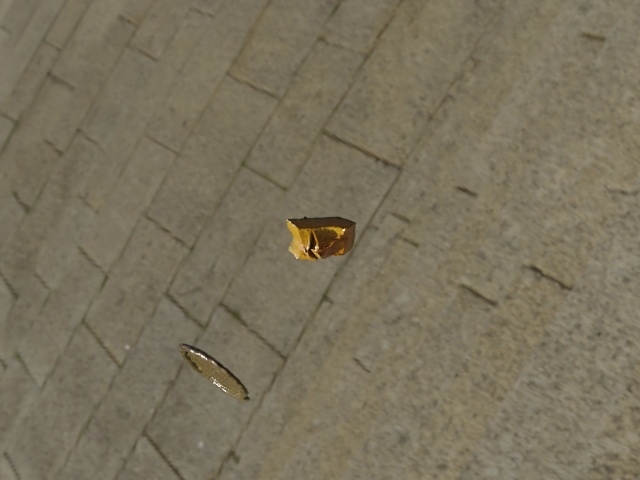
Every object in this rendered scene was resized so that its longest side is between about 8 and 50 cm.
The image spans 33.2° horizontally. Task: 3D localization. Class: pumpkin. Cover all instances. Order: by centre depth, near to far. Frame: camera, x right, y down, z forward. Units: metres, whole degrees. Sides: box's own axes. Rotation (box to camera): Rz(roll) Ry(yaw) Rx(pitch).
[{"bbox_3d":[0.002,-0.001,1.488,0.073,0.101,0.035,96,167,-46],"label":"pumpkin"}]

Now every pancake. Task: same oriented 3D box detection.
[{"bbox_3d":[-0.225,0.280,2.281,0.199,0.199,0.021,13,57,52],"label":"pancake"}]
